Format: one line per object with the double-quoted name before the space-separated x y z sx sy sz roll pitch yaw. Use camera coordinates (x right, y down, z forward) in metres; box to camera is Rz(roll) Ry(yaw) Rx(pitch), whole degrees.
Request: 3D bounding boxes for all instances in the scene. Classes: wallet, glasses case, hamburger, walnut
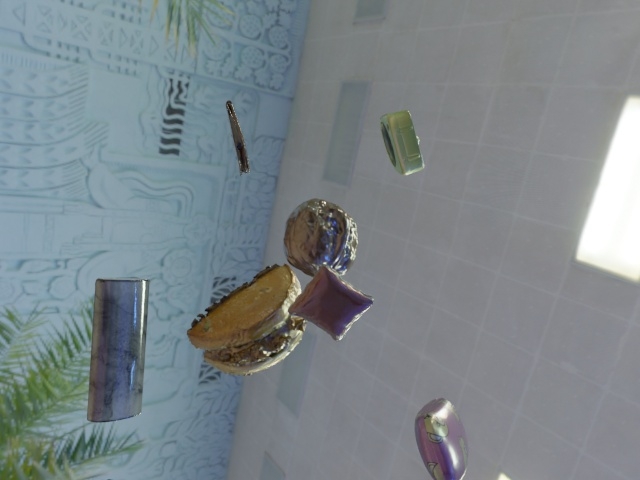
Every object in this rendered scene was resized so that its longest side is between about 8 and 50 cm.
"wallet" -0.268 -0.332 1.503 0.161 0.042 0.195 97 -21 -63
"glasses case" 0.239 0.382 0.894 0.076 0.316 0.123 -24 -109 13
"glasses case" -0.435 0.230 0.992 0.060 0.114 0.298 1 -93 46
"hamburger" -0.200 0.311 1.602 0.287 0.446 0.268 27 -37 49
"walnut" -0.001 -0.001 1.510 0.227 0.273 0.272 -5 -96 18

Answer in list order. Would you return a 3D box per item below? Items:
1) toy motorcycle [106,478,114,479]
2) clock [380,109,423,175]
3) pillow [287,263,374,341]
"toy motorcycle" -0.296 0.524 0.722 0.315 0.113 0.168 30 -62 46
"clock" 0.222 -0.283 1.301 0.232 0.069 0.169 -96 167 -73
"pillow" 0.029 0.169 1.234 0.171 0.179 0.075 -51 -166 15
